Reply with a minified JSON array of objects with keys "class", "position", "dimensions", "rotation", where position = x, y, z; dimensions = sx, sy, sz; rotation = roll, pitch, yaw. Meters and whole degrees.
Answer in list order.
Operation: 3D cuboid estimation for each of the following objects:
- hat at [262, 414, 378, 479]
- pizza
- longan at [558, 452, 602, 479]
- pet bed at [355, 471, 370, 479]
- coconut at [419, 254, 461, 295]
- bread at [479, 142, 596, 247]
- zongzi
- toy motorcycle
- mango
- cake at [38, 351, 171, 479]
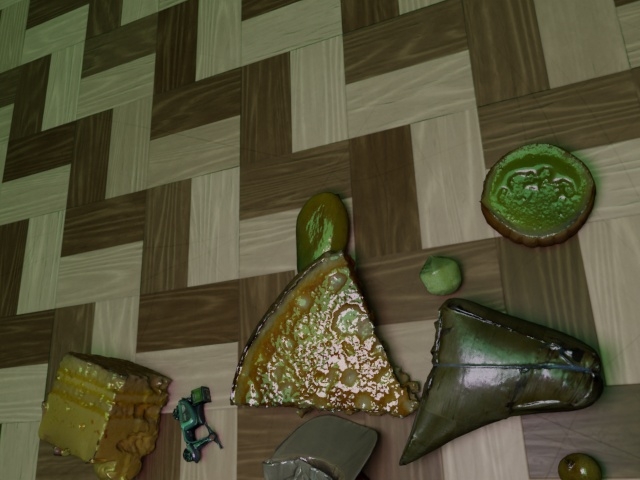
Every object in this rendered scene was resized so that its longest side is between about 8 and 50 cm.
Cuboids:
[{"class":"hat","position":[0.014,0.496,1.218],"dimensions":[0.214,0.245,0.149],"rotation":[8,109,42]},{"class":"pizza","position":[0.035,0.278,1.311],"dimensions":[0.406,0.130,0.439],"rotation":[35,91,16]},{"class":"longan","position":[0.474,0.424,1.069],"dimensions":[0.075,0.083,0.075],"rotation":[-39,23,21]},{"class":"pet bed","position":[0.030,0.574,1.243],"dimensions":[0.201,0.053,0.201],"rotation":[-10,61,19]},{"class":"coconut","position":[0.263,0.074,1.282],"dimensions":[0.088,0.088,0.096],"rotation":[-21,95,18]},{"class":"bread","position":[0.462,-0.097,1.249],"dimensions":[0.236,0.070,0.236],"rotation":[-7,72,23]},{"class":"zongzi","position":[0.340,0.322,1.118],"dimensions":[0.323,0.160,0.360],"rotation":[18,81,30]},{"class":"toy motorcycle","position":[-0.308,0.460,1.444],"dimensions":[0.100,0.058,0.173],"rotation":[-23,63,11]},{"class":"mango","position":[0.006,-0.003,1.427],"dimensions":[0.137,0.091,0.237],"rotation":[-9,76,29]},{"class":"cake","position":[-0.544,0.451,1.463],"dimensions":[0.228,0.222,0.285],"rotation":[12,80,30]}]
